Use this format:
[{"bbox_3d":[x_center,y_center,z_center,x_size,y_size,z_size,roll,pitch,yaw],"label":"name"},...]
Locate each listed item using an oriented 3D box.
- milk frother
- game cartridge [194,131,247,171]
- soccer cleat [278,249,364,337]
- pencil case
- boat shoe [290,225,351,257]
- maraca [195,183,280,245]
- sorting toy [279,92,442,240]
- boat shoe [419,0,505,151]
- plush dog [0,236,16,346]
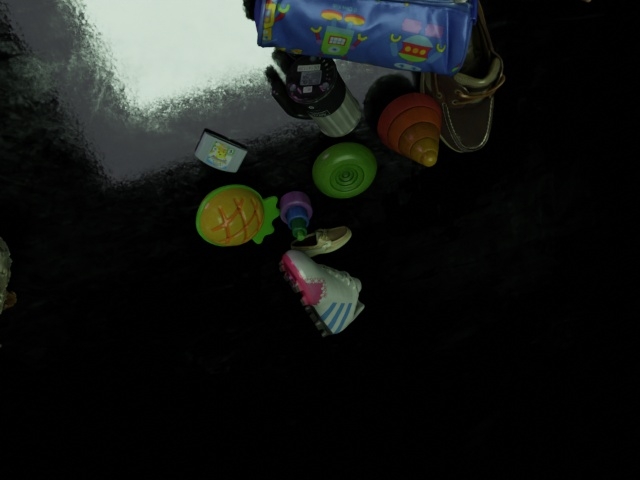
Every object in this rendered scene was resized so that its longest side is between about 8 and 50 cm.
[{"bbox_3d":[0.002,-0.268,0.723,0.143,0.129,0.135,-66,157,-1],"label":"milk frother"},{"bbox_3d":[-0.183,-0.158,0.800,0.083,0.017,0.056,20,122,-27],"label":"game cartridge"},{"bbox_3d":[0.014,0.098,0.974,0.143,0.116,0.331,-34,145,-7],"label":"soccer cleat"},{"bbox_3d":[0.064,-0.306,0.596,0.307,0.119,0.133,6,169,-4],"label":"pencil case"},{"bbox_3d":[0.000,0.000,0.944,0.136,0.050,0.045,-24,134,3],"label":"boat shoe"},{"bbox_3d":[-0.154,-0.045,0.843,0.186,0.099,0.127,5,117,-47],"label":"maraca"},{"bbox_3d":[0.075,-0.109,0.803,0.366,0.126,0.127,-33,133,20],"label":"sorting toy"},{"bbox_3d":[0.245,-0.284,0.752,0.124,0.123,0.341,-22,128,2],"label":"boat shoe"},{"bbox_3d":[-0.609,0.072,0.751,0.225,0.262,0.211,-42,159,28],"label":"plush dog"}]
